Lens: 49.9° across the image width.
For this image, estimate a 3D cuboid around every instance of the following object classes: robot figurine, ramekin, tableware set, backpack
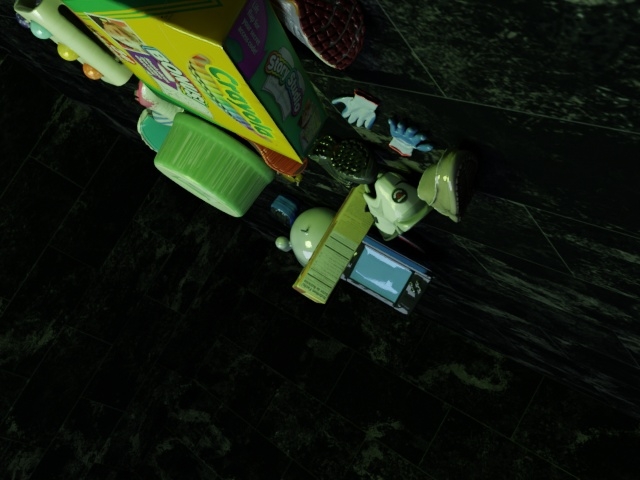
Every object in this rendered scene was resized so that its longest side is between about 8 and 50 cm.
[{"bbox_3d":[0.000,0.000,2.335,0.300,0.199,0.353,-9,171,-1],"label":"robot figurine"},{"bbox_3d":[-0.285,-0.189,1.804,0.303,0.148,0.303,31,173,4],"label":"ramekin"},{"bbox_3d":[-0.120,-0.221,2.058,0.154,0.024,0.104,32,169,2],"label":"tableware set"},{"bbox_3d":[-0.124,-0.116,2.445,0.098,0.101,0.120,27,168,12],"label":"backpack"}]

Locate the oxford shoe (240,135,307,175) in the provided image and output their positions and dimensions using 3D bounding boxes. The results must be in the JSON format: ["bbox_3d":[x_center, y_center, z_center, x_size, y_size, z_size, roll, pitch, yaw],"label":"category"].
[{"bbox_3d":[-0.131,-0.258,1.674,0.271,0.097,0.098,43,-174,-40],"label":"oxford shoe"}]

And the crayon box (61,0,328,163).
[{"bbox_3d":[-0.180,-0.277,1.011,0.313,0.106,0.363,27,173,20],"label":"crayon box"}]

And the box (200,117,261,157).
[{"bbox_3d":[-0.223,-0.287,1.795,0.180,0.077,0.147,33,172,-13],"label":"box"}]

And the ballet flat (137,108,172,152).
[{"bbox_3d":[-0.466,-0.331,2.303,0.147,0.147,0.409,24,169,40],"label":"ballet flat"}]

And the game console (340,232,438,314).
[{"bbox_3d":[0.183,0.093,2.066,0.293,0.250,0.173,29,-153,8],"label":"game console"}]

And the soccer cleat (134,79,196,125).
[{"bbox_3d":[-0.397,-0.381,1.829,0.143,0.115,0.331,15,176,-4],"label":"soccer cleat"}]

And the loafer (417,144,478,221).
[{"bbox_3d":[0.221,-0.098,1.228,0.092,0.101,0.268,23,171,15],"label":"loafer"}]

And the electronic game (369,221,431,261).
[{"bbox_3d":[0.225,-0.002,2.034,0.229,0.048,0.229,31,172,5],"label":"electronic game"}]

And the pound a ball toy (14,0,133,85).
[{"bbox_3d":[-0.588,-0.490,1.675,0.208,0.135,0.319,24,170,40],"label":"pound a ball toy"}]

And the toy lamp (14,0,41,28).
[{"bbox_3d":[-0.749,-0.604,1.779,0.080,0.080,0.275,34,173,-22],"label":"toy lamp"}]

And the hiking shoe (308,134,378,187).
[{"bbox_3d":[0.071,-0.161,1.483,0.114,0.086,0.227,38,179,-36],"label":"hiking shoe"}]

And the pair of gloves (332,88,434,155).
[{"bbox_3d":[0.109,-0.209,1.240,0.198,0.023,0.159,30,172,-2],"label":"pair of gloves"}]

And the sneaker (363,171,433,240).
[{"bbox_3d":[0.162,-0.090,1.548,0.146,0.122,0.330,49,174,3],"label":"sneaker"}]

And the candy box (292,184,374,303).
[{"bbox_3d":[0.048,0.005,1.747,0.088,0.316,0.183,31,173,-2],"label":"candy box"}]

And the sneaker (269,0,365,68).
[{"bbox_3d":[-0.027,-0.316,0.893,0.225,0.088,0.093,43,175,-31],"label":"sneaker"}]
